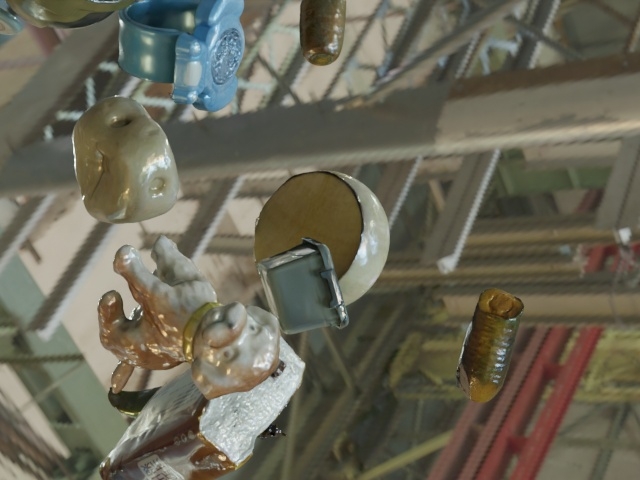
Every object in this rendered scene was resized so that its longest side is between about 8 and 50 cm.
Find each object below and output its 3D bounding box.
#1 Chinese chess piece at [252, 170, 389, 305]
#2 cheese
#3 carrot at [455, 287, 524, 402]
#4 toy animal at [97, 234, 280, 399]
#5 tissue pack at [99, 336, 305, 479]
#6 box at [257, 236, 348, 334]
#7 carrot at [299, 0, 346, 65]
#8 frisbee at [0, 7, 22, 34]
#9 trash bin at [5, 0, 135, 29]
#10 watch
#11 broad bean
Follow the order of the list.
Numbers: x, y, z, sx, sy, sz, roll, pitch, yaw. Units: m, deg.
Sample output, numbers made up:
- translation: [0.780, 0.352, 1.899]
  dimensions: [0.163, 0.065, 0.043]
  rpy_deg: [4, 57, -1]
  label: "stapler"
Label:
- translation: [0.000, 0.000, 2.043]
  dimensions: [0.257, 0.104, 0.257]
  rpy_deg: [-12, -112, 31]
  label: "Chinese chess piece"
- translation: [-0.336, -0.132, 1.912]
  dimensions: [0.117, 0.217, 0.235]
  rpy_deg: [-20, 175, -38]
  label: "cheese"
- translation: [0.262, 0.167, 1.774]
  dimensions: [0.082, 0.173, 0.082]
  rpy_deg: [9, -160, -3]
  label: "carrot"
- translation: [-0.126, 0.113, 1.112]
  dimensions: [0.185, 0.183, 0.104]
  rpy_deg: [26, -151, 22]
  label: "toy animal"
- translation: [-0.141, 0.209, 1.332]
  dimensions: [0.226, 0.092, 0.183]
  rpy_deg: [-29, -161, 42]
  label: "tissue pack"
- translation: [-0.030, 0.068, 1.596]
  dimensions: [0.093, 0.124, 0.172]
  rpy_deg: [-17, -175, -8]
  label: "box"
- translation: [0.013, -0.399, 1.610]
  dimensions: [0.070, 0.070, 0.342]
  rpy_deg: [-9, -119, 30]
  label: "carrot"
- translation: [-0.473, -0.315, 1.593]
  dimensions: [0.110, 0.110, 0.014]
  rpy_deg: [6, -106, 46]
  label: "frisbee"
- translation: [-0.304, -0.419, 1.477]
  dimensions: [0.334, 0.214, 0.214]
  rpy_deg: [-52, -169, 34]
  label: "trash bin"
- translation: [-0.231, -0.314, 1.791]
  dimensions: [0.193, 0.211, 0.211]
  rpy_deg: [21, -133, 22]
  label: "watch"
- translation: [-0.216, 0.293, 1.977]
  dimensions: [0.339, 0.061, 0.077]
  rpy_deg: [7, -107, 22]
  label: "broad bean"
